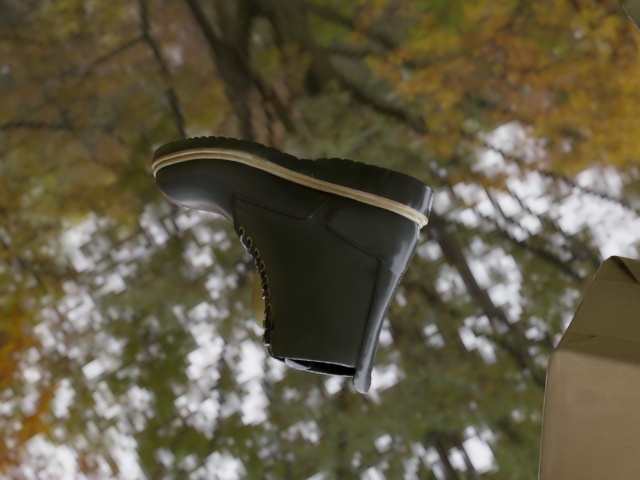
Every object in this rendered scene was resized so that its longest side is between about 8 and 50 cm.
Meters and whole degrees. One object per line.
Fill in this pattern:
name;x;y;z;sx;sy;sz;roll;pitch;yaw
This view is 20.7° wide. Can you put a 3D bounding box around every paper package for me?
paper package;0.350;0.211;1.507;0.310;0.324;0.168;12;-148;21

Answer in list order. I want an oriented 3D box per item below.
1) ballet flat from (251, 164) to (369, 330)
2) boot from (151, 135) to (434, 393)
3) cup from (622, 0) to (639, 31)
ballet flat;0.000;0.000;1.795;0.073;0.080;0.232;-19;-148;43
boot;-0.038;0.013;1.114;0.198;0.077;0.137;9;-104;32
cup;0.541;-0.240;1.971;0.237;0.331;0.331;-47;-166;18
